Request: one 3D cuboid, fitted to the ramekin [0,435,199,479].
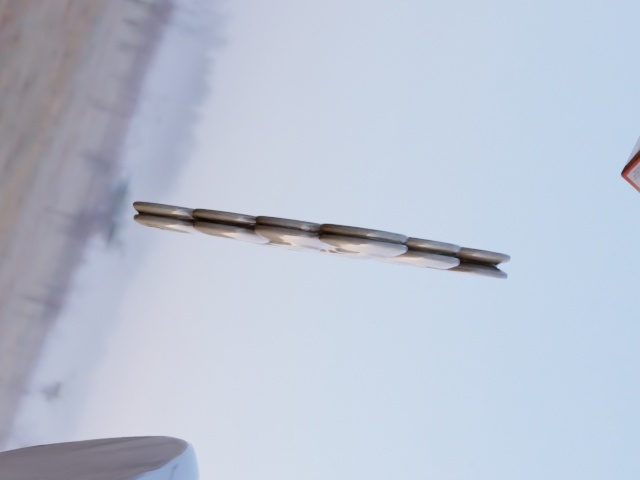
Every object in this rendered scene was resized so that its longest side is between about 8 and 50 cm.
[{"bbox_3d":[-0.197,0.207,1.078,0.273,0.272,0.127,-175,-105,-81],"label":"ramekin"}]

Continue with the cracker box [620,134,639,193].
[{"bbox_3d":[0.356,-0.022,1.447,0.067,0.232,0.156,-46,-177,30],"label":"cracker box"}]

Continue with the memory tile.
[{"bbox_3d":[0.000,0.000,0.807,0.148,0.113,0.012,7,-92,40],"label":"memory tile"}]
